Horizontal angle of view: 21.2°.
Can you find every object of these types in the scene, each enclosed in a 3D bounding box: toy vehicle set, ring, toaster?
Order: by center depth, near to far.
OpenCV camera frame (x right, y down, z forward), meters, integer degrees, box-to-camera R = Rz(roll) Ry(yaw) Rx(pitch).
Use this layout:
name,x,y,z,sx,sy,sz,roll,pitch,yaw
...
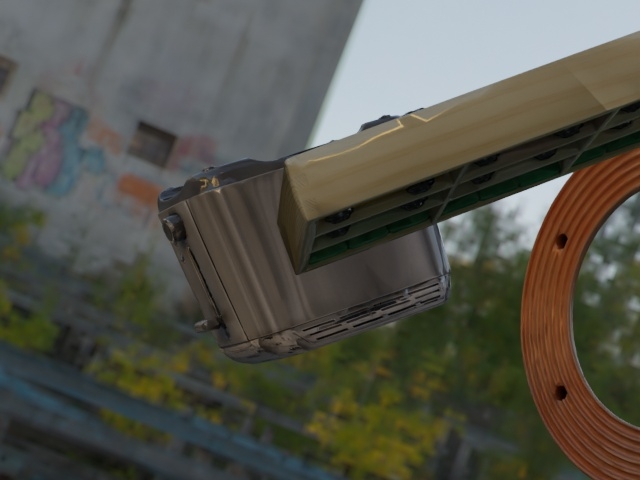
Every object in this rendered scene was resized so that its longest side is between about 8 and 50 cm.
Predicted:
name,x,y,z,sx,sy,sz,roll,pitch,yaw
toy vehicle set,0.106,-0.056,0.964,0.267,0.035,0.166,-20,-9,-6
toaster,0.000,0.000,1.263,0.227,0.146,0.129,-18,0,-26
ring,0.303,0.055,1.452,0.032,0.336,0.336,13,-2,-41
